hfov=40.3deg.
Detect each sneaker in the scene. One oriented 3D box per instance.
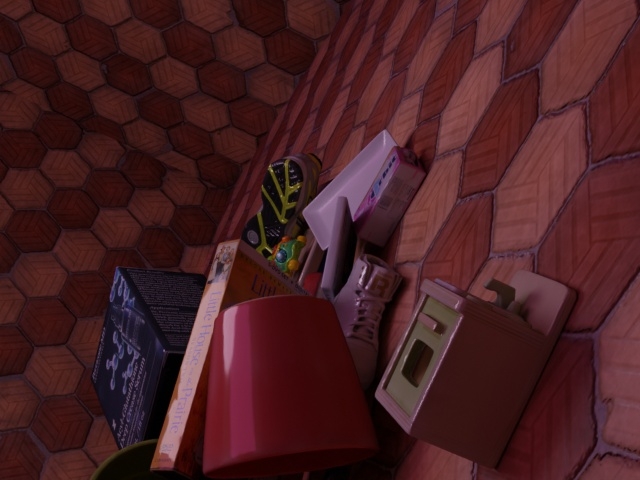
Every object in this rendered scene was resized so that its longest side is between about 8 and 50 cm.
[{"bbox_3d":[-0.088,-0.056,2.216,0.147,0.145,0.384,-30,-25,-47],"label":"sneaker"},{"bbox_3d":[0.073,0.127,1.540,0.292,0.108,0.169,-92,26,-65],"label":"sneaker"}]

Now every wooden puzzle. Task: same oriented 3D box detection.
[{"bbox_3d":[0.000,0.000,2.130,0.348,0.081,0.322,151,142,-76],"label":"wooden puzzle"}]

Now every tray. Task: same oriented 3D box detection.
[{"bbox_3d":[0.081,-0.106,1.900,0.270,0.030,0.145,-45,41,15],"label":"tray"}]

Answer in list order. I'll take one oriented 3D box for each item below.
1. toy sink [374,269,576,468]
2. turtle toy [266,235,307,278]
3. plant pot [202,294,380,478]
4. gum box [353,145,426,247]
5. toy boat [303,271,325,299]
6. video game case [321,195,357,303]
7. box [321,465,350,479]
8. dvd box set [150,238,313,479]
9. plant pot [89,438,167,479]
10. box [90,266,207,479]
[{"bbox_3d":[0.180,0.128,1.069,0.234,0.131,0.153,-64,14,2],"label":"toy sink"},{"bbox_3d":[-0.085,0.040,2.042,0.130,0.066,0.095,126,165,-53],"label":"turtle toy"},{"bbox_3d":[-0.059,0.228,1.357,0.275,0.275,0.243,136,130,-57],"label":"plant pot"},{"bbox_3d":[0.140,-0.094,1.767,0.188,0.062,0.107,-61,14,20],"label":"gum box"},{"bbox_3d":[-0.061,0.171,1.814,0.151,0.151,0.231,86,-160,-62],"label":"toy boat"},{"bbox_3d":[0.040,0.042,1.758,0.183,0.023,0.201,71,-154,-61],"label":"video game case"},{"bbox_3d":[0.017,0.411,1.442,0.083,0.018,0.067,-67,13,-8],"label":"box"},{"bbox_3d":[-0.114,0.252,1.528,0.062,0.307,0.420,-11,51,36],"label":"dvd box set"},{"bbox_3d":[-0.276,0.620,1.593,0.366,0.367,0.353,-92,18,-62],"label":"plant pot"},{"bbox_3d":[-0.315,0.269,1.836,0.395,0.212,0.293,42,120,56],"label":"box"}]
